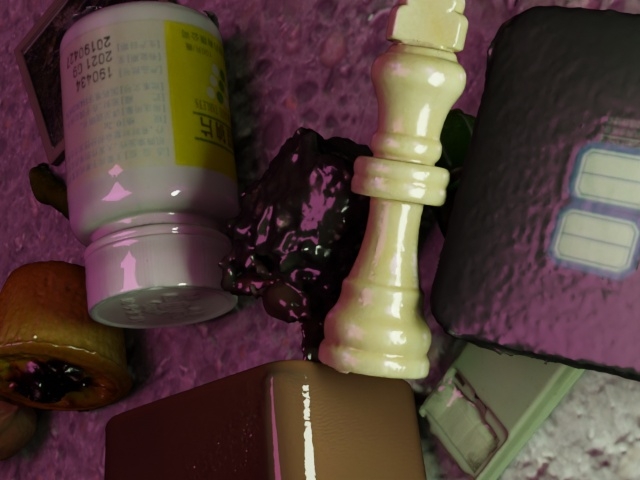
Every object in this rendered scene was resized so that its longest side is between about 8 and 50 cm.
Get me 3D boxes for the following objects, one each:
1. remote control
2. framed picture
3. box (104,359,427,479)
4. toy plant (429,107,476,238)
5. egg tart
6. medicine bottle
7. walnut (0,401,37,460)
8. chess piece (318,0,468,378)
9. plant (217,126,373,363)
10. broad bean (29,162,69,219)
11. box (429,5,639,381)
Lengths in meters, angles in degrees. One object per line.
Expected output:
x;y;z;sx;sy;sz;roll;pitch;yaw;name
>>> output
0.209;0.117;1.421;0.123;0.038;0.285;50;117;40;remote control
-0.332;-0.295;2.042;0.324;0.020;0.240;-41;56;30;framed picture
-0.061;0.282;1.504;0.339;0.239;0.229;-22;64;40;box
0.152;-0.069;1.474;0.093;0.093;0.162;-40;53;31;toy plant
-0.348;0.134;1.851;0.215;0.215;0.170;-23;50;39;egg tart
-0.212;-0.095;1.747;0.214;0.214;0.378;-22;67;39;medicine bottle
-0.484;0.241;1.981;0.184;0.155;0.155;-6;77;44;walnut
0.083;-0.063;1.402;0.117;0.117;0.397;12;94;45;chess piece
0.000;0.000;1.548;0.204;0.178;0.234;36;109;38;plant
-0.353;-0.056;1.991;0.053;0.052;0.256;-38;39;-21;broad bean
0.290;-0.042;1.294;0.359;0.091;0.350;11;83;33;box
